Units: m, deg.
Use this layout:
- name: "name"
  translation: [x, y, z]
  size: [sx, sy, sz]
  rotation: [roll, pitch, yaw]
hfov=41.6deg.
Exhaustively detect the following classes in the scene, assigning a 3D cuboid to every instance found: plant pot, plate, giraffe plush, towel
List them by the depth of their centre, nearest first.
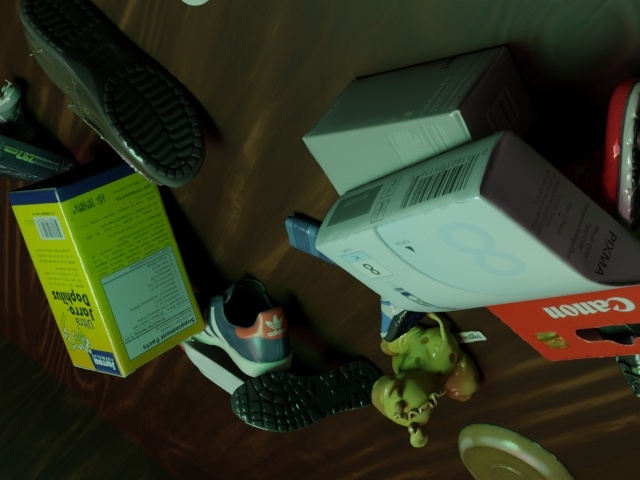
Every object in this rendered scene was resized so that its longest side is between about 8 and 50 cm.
- name: "giraffe plush"
  translation: [0.155, 0.227, 1.332]
  size: [0.181, 0.170, 0.210]
  rotation: [41, 149, -2]
- name: "towel"
  translation: [0.000, 0.000, 1.343]
  size: [0.119, 0.029, 0.067]
  rotation: [23, 146, 26]
- name: "plant pot"
  translation: [0.347, 0.419, 1.510]
  size: [0.236, 0.032, 0.236]
  rotation: [27, 147, 19]
- name: "plate"
  translation: [-0.134, 0.296, 1.721]
  size: [0.277, 0.045, 0.278]
  rotation: [32, 180, 14]

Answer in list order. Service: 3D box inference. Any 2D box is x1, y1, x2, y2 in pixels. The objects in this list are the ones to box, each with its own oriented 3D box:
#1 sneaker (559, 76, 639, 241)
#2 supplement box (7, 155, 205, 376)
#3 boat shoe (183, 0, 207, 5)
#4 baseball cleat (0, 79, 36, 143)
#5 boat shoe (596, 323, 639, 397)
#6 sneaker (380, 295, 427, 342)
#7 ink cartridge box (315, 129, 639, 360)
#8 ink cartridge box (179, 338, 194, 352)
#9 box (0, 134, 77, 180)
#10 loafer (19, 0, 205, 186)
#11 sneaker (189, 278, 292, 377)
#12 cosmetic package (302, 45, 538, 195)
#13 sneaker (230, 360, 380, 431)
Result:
- name: "sneaker"
  translation: [0.294, -0.055, 0.890]
  size: [0.118, 0.107, 0.279]
  rotation: [27, 147, 30]
- name: "supplement box"
  translation: [-0.391, 0.042, 1.554]
  size: [0.195, 0.194, 0.356]
  rotation: [0, 111, 46]
- name: "boat shoe"
  translation: [-0.171, -0.376, 1.012]
  size: [0.184, 0.066, 0.063]
  rotation: [67, 180, -48]
- name: "baseball cleat"
  translation: [-0.594, -0.245, 1.640]
  size: [0.109, 0.072, 0.206]
  rotation: [38, 157, -24]
- name: "boat shoe"
  translation: [0.425, 0.170, 1.064]
  size: [0.223, 0.073, 0.080]
  rotation: [45, 149, -10]
- name: "sneaker"
  translation: [0.123, 0.062, 1.243]
  size: [0.081, 0.080, 0.211]
  rotation: [37, 132, 28]
- name: "ink cartridge box"
  translation: [0.223, 0.058, 0.942]
  size: [0.385, 0.091, 0.308]
  rotation: [37, 155, -18]
- name: "ink cartridge box"
  translation: [-0.334, 0.209, 1.935]
  size: [0.181, 0.056, 0.225]
  rotation: [47, 148, -1]
- name: "box"
  translation: [-0.631, -0.164, 1.690]
  size: [0.233, 0.059, 0.183]
  rotation: [9, 174, 41]
- name: "loafer"
  translation: [-0.319, -0.229, 1.310]
  size: [0.366, 0.134, 0.130]
  rotation: [51, 153, 0]
- name: "sneaker"
  translation: [-0.175, 0.131, 1.634]
  size: [0.350, 0.131, 0.148]
  rotation: [20, 118, 44]
- name: "cosmetic package"
  translation: [0.109, -0.130, 0.965]
  size: [0.238, 0.127, 0.107]
  rotation: [-1, 133, 45]
- name: "sneaker"
  translation: [-0.035, 0.293, 1.551]
  size: [0.124, 0.283, 0.107]
  rotation: [145, 119, -63]
